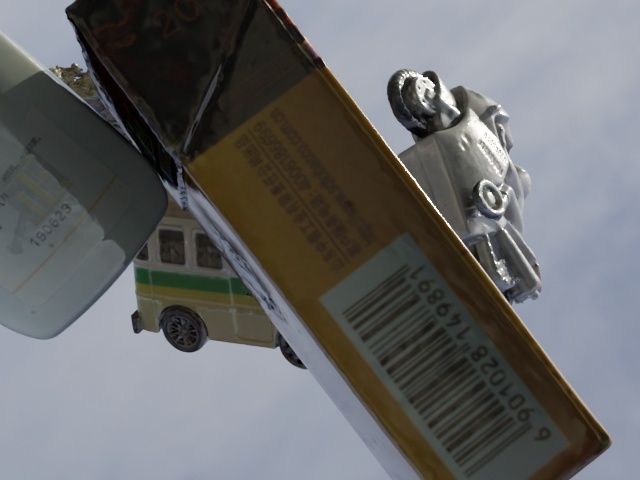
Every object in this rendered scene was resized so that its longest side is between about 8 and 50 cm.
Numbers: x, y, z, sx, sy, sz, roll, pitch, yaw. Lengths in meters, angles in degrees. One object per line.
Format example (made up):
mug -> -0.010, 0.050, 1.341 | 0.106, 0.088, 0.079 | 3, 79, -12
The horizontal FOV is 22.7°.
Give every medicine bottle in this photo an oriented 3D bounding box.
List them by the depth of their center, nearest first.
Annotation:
medicine bottle -> -0.258, -0.073, 1.101 | 0.161, 0.296, 0.111 | -50, -156, 0

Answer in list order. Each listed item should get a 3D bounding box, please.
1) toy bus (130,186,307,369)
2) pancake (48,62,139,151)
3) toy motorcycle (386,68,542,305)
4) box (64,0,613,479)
toy bus -> -0.047, 0.022, 1.703 | 0.305, 0.179, 0.143 | 7, -153, 24
pancake -> -0.358, -0.175, 2.292 | 0.382, 0.382, 0.071 | -19, -104, 28
toy motorcycle -> 0.153, -0.052, 1.564 | 0.110, 0.171, 0.260 | -31, -105, 39
box -> 0.000, -0.001, 1.068 | 0.116, 0.415, 0.264 | -38, 179, -5
